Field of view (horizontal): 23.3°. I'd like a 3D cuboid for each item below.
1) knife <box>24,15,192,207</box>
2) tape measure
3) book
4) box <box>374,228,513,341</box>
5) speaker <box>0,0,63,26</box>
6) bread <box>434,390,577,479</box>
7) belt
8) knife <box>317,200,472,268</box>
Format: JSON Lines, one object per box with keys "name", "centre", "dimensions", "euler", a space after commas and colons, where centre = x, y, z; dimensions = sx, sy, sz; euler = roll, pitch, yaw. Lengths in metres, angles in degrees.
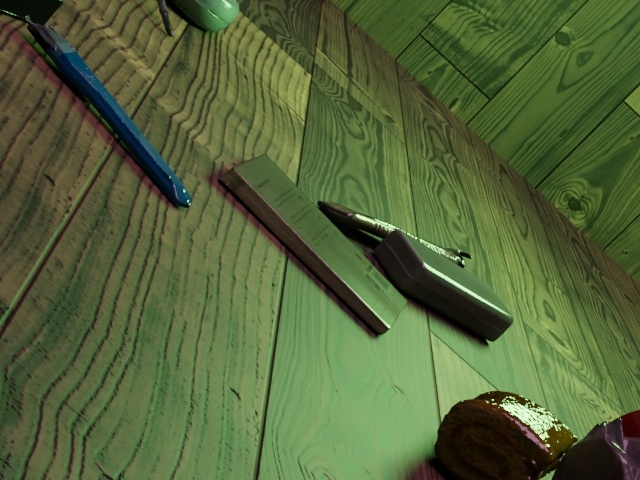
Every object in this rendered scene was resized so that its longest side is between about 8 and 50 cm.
{"name": "knife", "centre": [-0.241, -0.145, 1.752], "dimensions": [0.296, 0.026, 0.044], "euler": [51, 18, 15]}
{"name": "tape measure", "centre": [-0.191, -0.376, 2.440], "dimensions": [0.164, 0.084, 0.330], "euler": [34, 15, -22]}
{"name": "book", "centre": [0.000, 0.000, 2.002], "dimensions": [0.282, 0.025, 0.215], "euler": [45, 13, 2]}
{"name": "box", "centre": [0.182, 0.067, 2.256], "dimensions": [0.244, 0.055, 0.103], "euler": [31, 19, -44]}
{"name": "speaker", "centre": [-0.367, -0.290, 1.768], "dimensions": [0.040, 0.046, 0.191], "euler": [48, 14, 20]}
{"name": "bread", "centre": [0.204, 0.227, 1.737], "dimensions": [0.132, 0.103, 0.172], "euler": [31, 10, 15]}
{"name": "belt", "centre": [0.386, 0.313, 1.763], "dimensions": [0.324, 0.227, 0.115], "euler": [34, 14, -44]}
{"name": "knife", "centre": [0.110, -0.001, 2.293], "dimensions": [0.089, 0.043, 0.365], "euler": [13, -5, 37]}
